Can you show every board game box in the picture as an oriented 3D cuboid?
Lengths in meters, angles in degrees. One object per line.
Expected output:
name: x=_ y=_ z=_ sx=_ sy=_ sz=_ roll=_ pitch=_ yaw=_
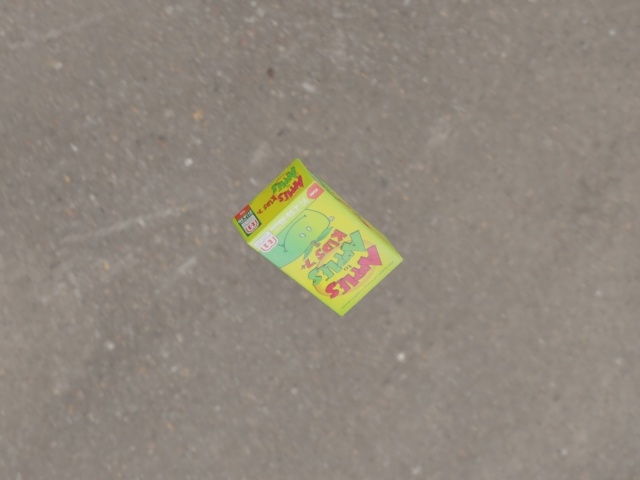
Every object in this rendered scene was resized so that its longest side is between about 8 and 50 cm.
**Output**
board game box: x=0.000 y=0.000 z=1.352 sx=0.092 sy=0.043 sz=0.181 roll=-43 pitch=137 yaw=6
